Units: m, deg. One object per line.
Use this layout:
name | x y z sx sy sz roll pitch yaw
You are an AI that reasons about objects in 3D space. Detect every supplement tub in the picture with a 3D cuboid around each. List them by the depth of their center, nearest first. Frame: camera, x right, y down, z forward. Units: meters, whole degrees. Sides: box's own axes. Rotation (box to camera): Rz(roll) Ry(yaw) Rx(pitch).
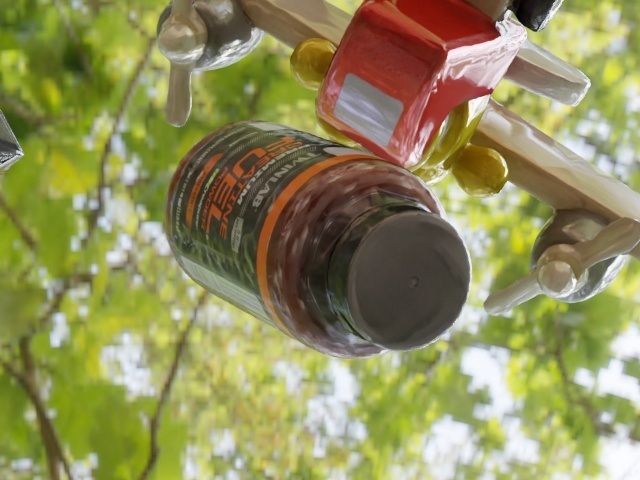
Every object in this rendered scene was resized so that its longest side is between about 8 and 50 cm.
supplement tub | 0.000 0.000 0.991 0.106 0.106 0.198 -22 -160 -22

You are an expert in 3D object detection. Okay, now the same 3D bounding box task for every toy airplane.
toy airplane | 0.067 -0.098 1.393 0.386 0.384 0.272 34 -86 52

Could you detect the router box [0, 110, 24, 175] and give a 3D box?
router box | -0.212 -0.015 0.681 0.046 0.133 0.179 59 -157 18
